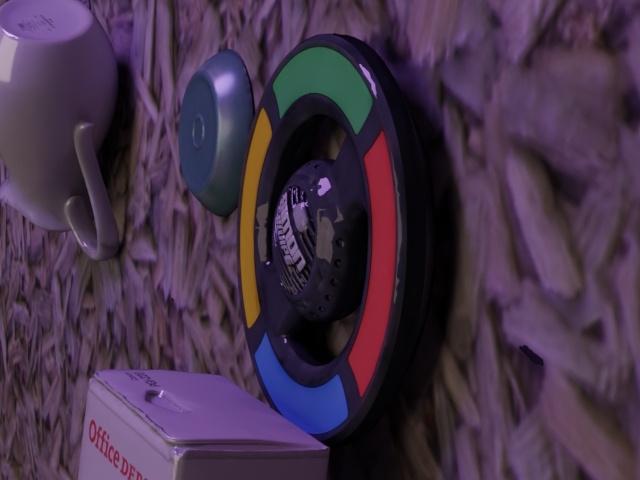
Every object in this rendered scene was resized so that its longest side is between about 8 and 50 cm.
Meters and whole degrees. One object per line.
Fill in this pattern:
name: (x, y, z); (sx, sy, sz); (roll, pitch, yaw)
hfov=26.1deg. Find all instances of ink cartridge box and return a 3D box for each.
ink cartridge box: (-0.078, 0.194, 0.761); (0.158, 0.092, 0.218); (21, 106, 63)

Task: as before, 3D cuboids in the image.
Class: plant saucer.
plant saucer: (-0.078, -0.077, 0.979); (0.119, 0.021, 0.119); (180, 90, -65)

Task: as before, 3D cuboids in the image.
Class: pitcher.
pitcher: (-0.228, -0.097, 1.222); (0.177, 0.125, 0.207); (40, 139, 34)

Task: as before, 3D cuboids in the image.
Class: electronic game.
electronic game: (0.000, 0.000, 0.769); (0.229, 0.048, 0.229); (-179, 90, -66)

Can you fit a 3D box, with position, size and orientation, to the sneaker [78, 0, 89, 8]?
sneaker: (-0.254, -0.192, 1.338); (0.070, 0.051, 0.134); (-37, 60, 54)
